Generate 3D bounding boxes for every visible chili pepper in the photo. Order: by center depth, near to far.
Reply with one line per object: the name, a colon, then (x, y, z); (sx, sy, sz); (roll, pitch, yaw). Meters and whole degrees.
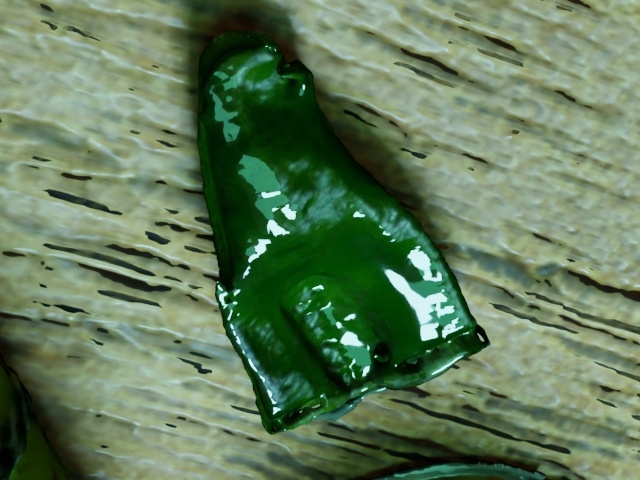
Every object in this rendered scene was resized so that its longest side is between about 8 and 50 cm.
chili pepper: (0.001, 0.002, 0.763); (0.108, 0.062, 0.216); (-23, 127, -3)

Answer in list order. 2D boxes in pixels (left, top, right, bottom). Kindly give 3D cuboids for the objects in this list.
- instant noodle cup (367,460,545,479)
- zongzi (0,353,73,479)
instant noodle cup: (0.069, 0.253, 0.886); (0.230, 0.182, 0.230); (-5, 126, -7)
zongzi: (-0.149, 0.218, 0.710); (0.319, 0.362, 0.383); (-46, 122, -1)
